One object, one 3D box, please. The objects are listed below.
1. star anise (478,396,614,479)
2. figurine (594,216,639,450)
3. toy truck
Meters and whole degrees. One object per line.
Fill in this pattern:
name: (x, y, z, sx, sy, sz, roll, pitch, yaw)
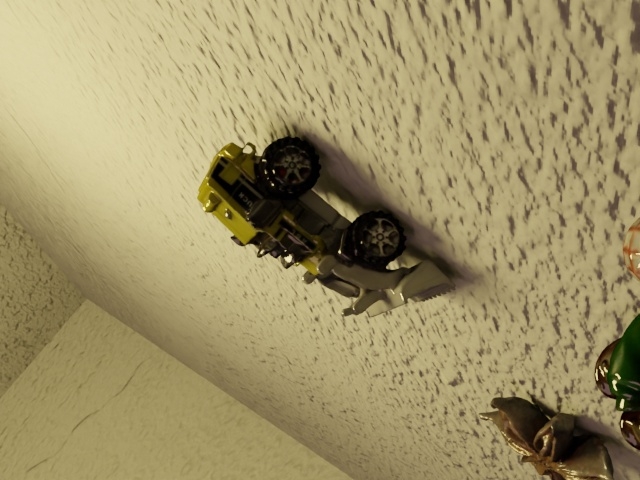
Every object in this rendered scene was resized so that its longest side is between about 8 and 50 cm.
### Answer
star anise: (0.280, 0.248, 1.134, 0.172, 0.063, 0.208, 37, 165, 16)
figurine: (0.292, 0.104, 0.612, 0.370, 0.167, 0.281, 110, 137, -80)
toy truck: (0.000, 0.000, 0.974, 0.286, 0.111, 0.136, 37, 160, -6)
